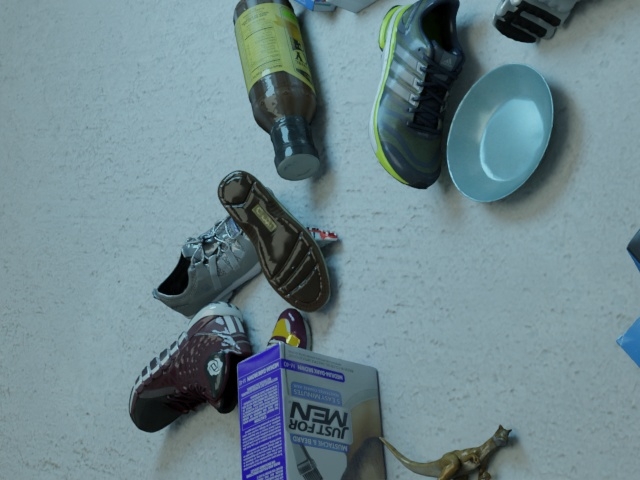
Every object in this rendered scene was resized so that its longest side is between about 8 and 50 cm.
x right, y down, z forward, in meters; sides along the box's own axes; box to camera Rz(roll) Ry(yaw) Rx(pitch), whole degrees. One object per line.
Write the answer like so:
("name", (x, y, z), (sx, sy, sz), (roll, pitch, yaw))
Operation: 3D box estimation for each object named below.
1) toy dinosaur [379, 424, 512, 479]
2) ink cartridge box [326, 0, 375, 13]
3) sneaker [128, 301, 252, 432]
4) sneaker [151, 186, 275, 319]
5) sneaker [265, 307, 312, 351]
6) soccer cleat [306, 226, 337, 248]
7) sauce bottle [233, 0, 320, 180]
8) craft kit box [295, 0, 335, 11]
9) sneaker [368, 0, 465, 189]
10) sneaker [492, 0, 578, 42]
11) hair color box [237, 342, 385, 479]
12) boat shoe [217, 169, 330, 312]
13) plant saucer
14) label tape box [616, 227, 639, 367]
("toy dinosaur", (0.167, 0.295, 1.816), (0.211, 0.064, 0.112), (-20, 42, 36))
("ink cartridge box", (0.068, -0.399, 2.202), (0.115, 0.063, 0.029), (-24, 60, 45))
("sneaker", (-0.203, 0.245, 2.265), (0.281, 0.106, 0.162), (-54, 44, 23))
("sneaker", (-0.168, 0.024, 2.293), (0.281, 0.115, 0.105), (-53, 41, 23))
("sneaker", (-0.069, 0.188, 2.127), (0.069, 0.084, 0.186), (-13, 66, 49))
("soccer cleat", (0.000, 0.000, 2.163), (0.083, 0.029, 0.036), (11, 94, 56))
("sauce bottle", (-0.066, -0.249, 2.279), (0.111, 0.111, 0.344), (-40, 49, 36))
("craft kit box", (-0.041, -0.536, 2.319), (0.250, 0.061, 0.247), (38, 126, 40))
("sneaker", (0.142, -0.218, 1.984), (0.121, 0.111, 0.300), (-30, 55, 56))
("sneaker", (0.337, -0.370, 1.819), (0.292, 0.110, 0.118), (-26, 48, 44))
("hair color box", (-0.008, 0.325, 1.909), (0.110, 0.185, 0.339), (-28, 56, 42))
("boat shoe", (-0.059, 0.002, 2.173), (0.095, 0.095, 0.257), (-33, 73, 5))
("plant saucer", (0.250, -0.141, 1.887), (0.195, 0.037, 0.195), (-23, 60, 46))
("label tape box", (0.454, 0.045, 1.488), (0.348, 0.115, 0.249), (-55, 40, 20))
